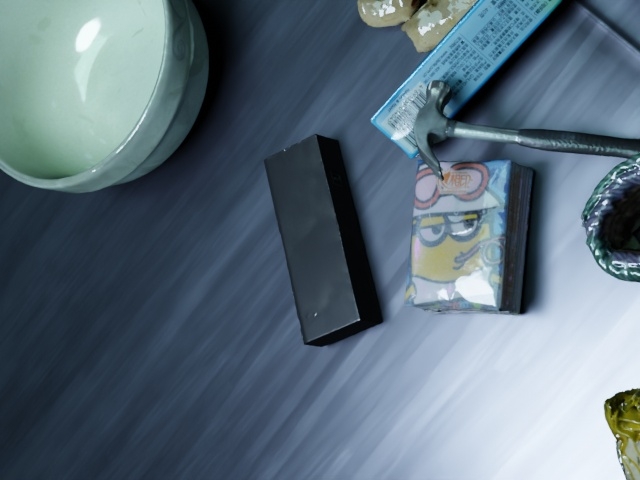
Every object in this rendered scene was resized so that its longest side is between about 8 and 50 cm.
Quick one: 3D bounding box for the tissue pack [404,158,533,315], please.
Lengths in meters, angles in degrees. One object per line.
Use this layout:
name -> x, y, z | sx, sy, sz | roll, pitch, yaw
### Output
tissue pack -> 0.148, -0.003, 1.715 | 0.115, 0.065, 0.155 | 1, 84, 34

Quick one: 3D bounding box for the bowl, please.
bowl -> -0.251, -0.200, 1.979 | 0.307, 0.163, 0.307 | -7, 77, 35

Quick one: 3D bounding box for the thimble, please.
thimble -> 0.320, -0.019, 1.575 | 0.135, 0.090, 0.118 | -35, 63, 27

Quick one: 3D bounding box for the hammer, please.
hammer -> 0.210, -0.095, 1.660 | 0.246, 0.029, 0.103 | 10, 62, 18

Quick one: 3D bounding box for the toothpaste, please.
toothpaste -> 0.162, -0.199, 1.732 | 0.065, 0.050, 0.267 | 42, 111, -2

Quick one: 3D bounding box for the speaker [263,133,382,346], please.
speaker -> 0.000, 0.000, 1.836 | 0.082, 0.044, 0.218 | -26, 68, 31

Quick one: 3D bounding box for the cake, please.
cake -> 0.316, 0.215, 1.531 | 0.079, 0.116, 0.185 | -9, 72, 33

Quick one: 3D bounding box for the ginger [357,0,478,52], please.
ginger -> 0.083, -0.288, 1.814 | 0.258, 0.065, 0.149 | 23, 98, 34
